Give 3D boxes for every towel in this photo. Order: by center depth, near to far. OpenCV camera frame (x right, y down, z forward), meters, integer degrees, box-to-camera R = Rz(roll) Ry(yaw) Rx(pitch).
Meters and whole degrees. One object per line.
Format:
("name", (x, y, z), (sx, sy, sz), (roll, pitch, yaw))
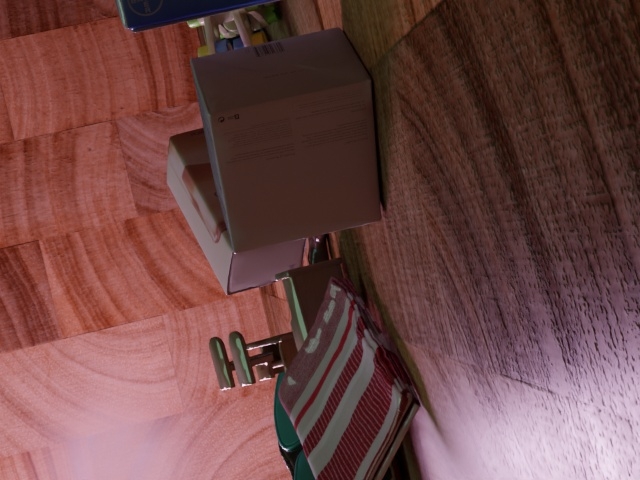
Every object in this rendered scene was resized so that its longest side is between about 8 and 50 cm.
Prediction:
("towel", (0.029, 0.226, 1.640), (0.237, 0.037, 0.329), (-66, 26, 20))

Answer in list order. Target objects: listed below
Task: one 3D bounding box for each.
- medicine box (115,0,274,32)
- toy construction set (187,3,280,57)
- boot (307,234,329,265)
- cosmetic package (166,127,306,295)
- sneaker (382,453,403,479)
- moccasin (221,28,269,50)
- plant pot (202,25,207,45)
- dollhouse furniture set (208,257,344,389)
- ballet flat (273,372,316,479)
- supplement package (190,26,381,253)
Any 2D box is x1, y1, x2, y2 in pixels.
("medicine box", (-0.148, -0.432, 1.395), (0.149, 0.263, 0.289), (-120, 18, -64))
("toy construction set", (-0.156, -0.454, 1.847), (0.215, 0.151, 0.327), (-50, -41, -69))
("boot", (0.000, 0.000, 1.938), (0.114, 0.037, 0.106), (110, 148, -69))
("cosmetic package", (-0.155, -0.064, 2.067), (0.296, 0.153, 0.129), (57, 152, 33))
("sneaker", (0.072, 0.330, 1.755), (0.118, 0.107, 0.279), (-18, -82, -84))
("moccasin", (-0.127, -0.277, 2.063), (0.342, 0.117, 0.138), (-117, 15, -60))
("plant pot", (-0.192, -0.456, 2.309), (0.109, 0.096, 0.109), (180, 77, -82))
("dollhouse furniture set", (-0.050, 0.137, 1.924), (0.242, 0.212, 0.161), (-20, 84, 56))
("ballet flat", (0.021, 0.374, 2.004), (0.182, 0.164, 0.483), (47, -169, -23))
("supplement package", (-0.041, -0.124, 1.409), (0.149, 0.194, 0.203), (-112, 12, -52))
